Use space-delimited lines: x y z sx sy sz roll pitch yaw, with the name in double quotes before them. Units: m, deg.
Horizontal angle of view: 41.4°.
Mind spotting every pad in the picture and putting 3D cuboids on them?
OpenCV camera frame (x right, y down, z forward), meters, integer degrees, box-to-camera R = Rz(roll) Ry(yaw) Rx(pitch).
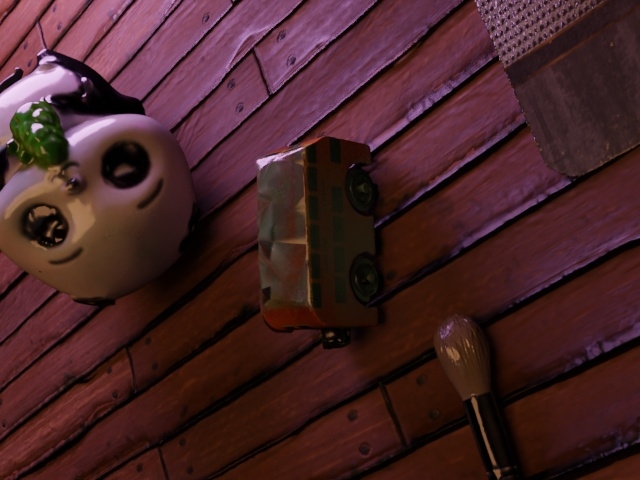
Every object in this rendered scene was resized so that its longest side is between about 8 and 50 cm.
"pad" 0.238 -0.222 0.573 0.323 0.055 0.250 -44 57 51

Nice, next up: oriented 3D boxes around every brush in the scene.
"brush" 0.141 0.198 0.636 0.042 0.039 0.299 -15 75 0

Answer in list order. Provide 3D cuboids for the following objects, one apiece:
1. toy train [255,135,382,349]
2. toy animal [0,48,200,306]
"toy train" 0.000 0.000 0.736 0.072 0.099 0.188 -9 79 40
"toy animal" -0.257 -0.068 0.901 0.267 0.212 0.212 45 115 39
